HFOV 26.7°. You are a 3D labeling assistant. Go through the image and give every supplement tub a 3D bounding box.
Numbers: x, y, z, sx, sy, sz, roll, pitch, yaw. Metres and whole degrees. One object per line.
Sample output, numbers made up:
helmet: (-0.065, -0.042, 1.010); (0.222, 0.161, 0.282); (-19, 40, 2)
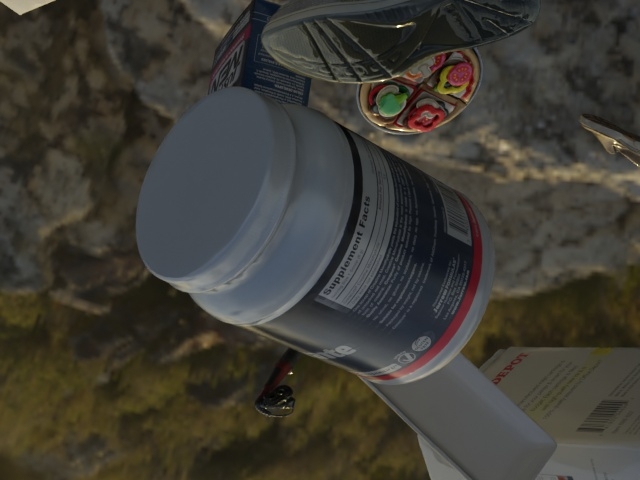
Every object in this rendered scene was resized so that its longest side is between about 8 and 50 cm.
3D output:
supplement tub: (0.000, 0.000, 1.149); (0.191, 0.191, 0.272); (-23, 144, 40)

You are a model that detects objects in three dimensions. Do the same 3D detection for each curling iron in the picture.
curling iron: (-0.054, 0.232, 2.387); (0.068, 0.274, 0.035); (14, 118, 7)

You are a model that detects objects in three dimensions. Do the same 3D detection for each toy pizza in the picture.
toy pizza: (0.154, -0.233, 2.047); (0.201, 0.032, 0.201); (-10, 137, -9)

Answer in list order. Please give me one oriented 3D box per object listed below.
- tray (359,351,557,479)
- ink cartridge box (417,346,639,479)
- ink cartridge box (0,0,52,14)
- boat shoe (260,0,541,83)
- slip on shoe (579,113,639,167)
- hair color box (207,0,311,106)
tray: (0.143, 0.189, 1.564); (0.270, 0.145, 0.030); (43, 134, 6)
ink cartridge box: (0.374, 0.274, 1.869); (0.385, 0.279, 0.160); (-3, 112, 41)
ink cartridge box: (-0.274, -0.289, 1.283); (0.143, 0.092, 0.090); (-15, 151, 28)
boat shoe: (0.085, -0.255, 1.455); (0.320, 0.103, 0.118); (-13, 141, 29)
slip on shoe: (0.445, -0.151, 2.042); (0.135, 0.051, 0.041); (19, 113, -24)
hair color box: (-0.098, -0.141, 1.871); (0.105, 0.347, 0.174); (15, 154, -19)
